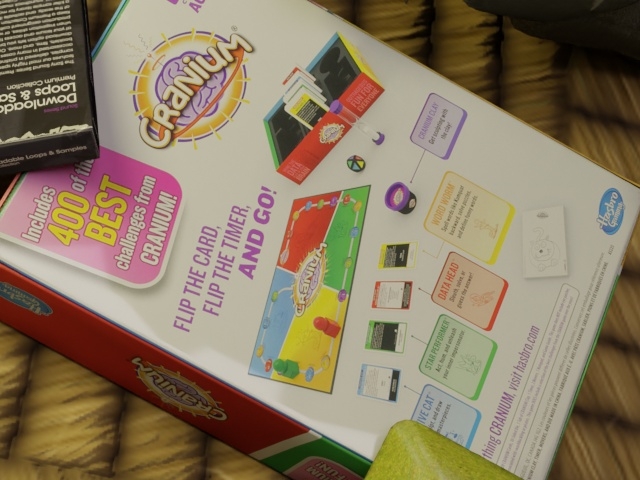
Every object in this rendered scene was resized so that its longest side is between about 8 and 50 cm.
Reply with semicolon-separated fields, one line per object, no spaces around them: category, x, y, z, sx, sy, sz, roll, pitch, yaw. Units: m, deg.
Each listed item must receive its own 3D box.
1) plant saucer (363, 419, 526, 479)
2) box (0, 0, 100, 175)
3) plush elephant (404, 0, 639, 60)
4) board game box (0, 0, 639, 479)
plant saucer;0.080;0.211;0.847;0.188;0.045;0.188;29;83;-6
box;-0.177;-0.100;0.901;0.116;0.029;0.162;-10;52;0
plush elephant;0.135;-0.260;1.000;0.329;0.272;0.256;1;75;-11
board game box;0.000;0.000;0.947;0.316;0.064;0.242;30;59;-6
